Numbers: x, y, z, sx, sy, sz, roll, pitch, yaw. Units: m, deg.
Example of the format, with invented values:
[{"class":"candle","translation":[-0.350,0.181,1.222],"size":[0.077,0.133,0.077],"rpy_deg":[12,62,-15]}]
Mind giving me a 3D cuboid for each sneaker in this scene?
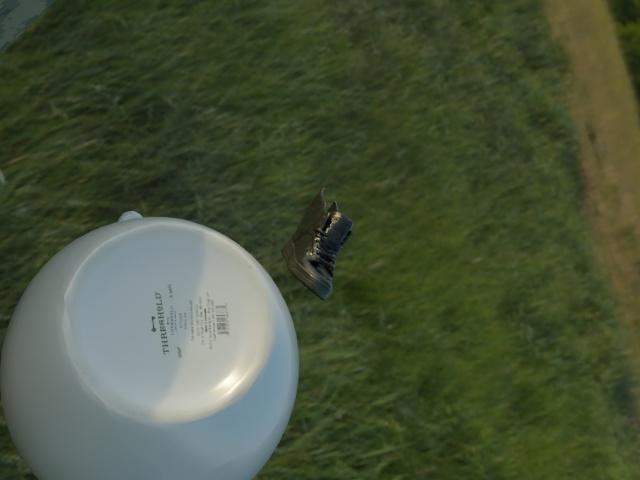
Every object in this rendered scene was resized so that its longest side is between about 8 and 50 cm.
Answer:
[{"class":"sneaker","translation":[0.002,0.002,1.228],"size":[0.051,0.089,0.170],"rpy_deg":[42,4,-22]}]

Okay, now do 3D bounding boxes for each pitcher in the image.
[{"class":"pitcher","translation":[-0.088,0.049,0.504],"size":[0.207,0.125,0.178],"rpy_deg":[120,-40,-61]}]

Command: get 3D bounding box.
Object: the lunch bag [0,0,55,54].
[{"class":"lunch bag","translation":[-0.209,-0.186,0.411],"size":[0.169,0.235,0.287],"rpy_deg":[55,15,16]}]
